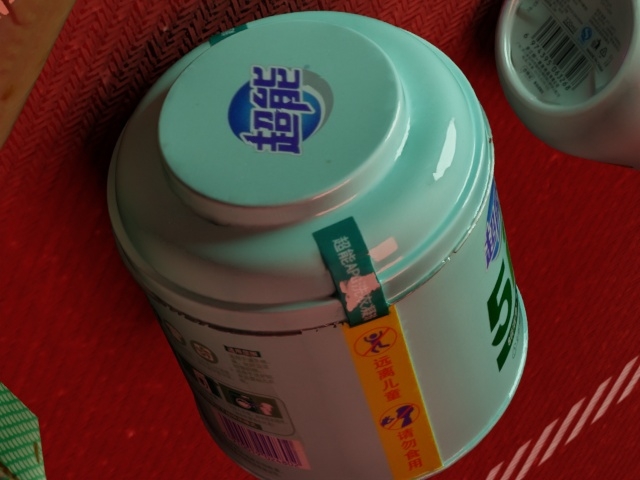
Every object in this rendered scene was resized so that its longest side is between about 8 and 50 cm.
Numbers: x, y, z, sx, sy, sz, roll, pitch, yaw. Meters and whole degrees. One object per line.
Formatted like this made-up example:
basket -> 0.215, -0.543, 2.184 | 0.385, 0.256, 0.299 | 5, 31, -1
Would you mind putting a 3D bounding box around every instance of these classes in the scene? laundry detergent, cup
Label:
laundry detergent -> 0.000, 0.000, 1.372 | 0.287, 0.287, 0.305 | -36, 143, -14
cup -> 0.308, -0.160, 1.599 | 0.317, 0.212, 0.212 | 5, 120, -46

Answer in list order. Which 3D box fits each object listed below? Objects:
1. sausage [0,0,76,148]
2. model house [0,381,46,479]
sausage -> -0.222, -0.153, 1.148 | 0.121, 0.121, 0.304 | 7, 121, -48
model house -> -0.283, 0.144, 1.193 | 0.178, 0.206, 0.271 | 54, 46, -37
